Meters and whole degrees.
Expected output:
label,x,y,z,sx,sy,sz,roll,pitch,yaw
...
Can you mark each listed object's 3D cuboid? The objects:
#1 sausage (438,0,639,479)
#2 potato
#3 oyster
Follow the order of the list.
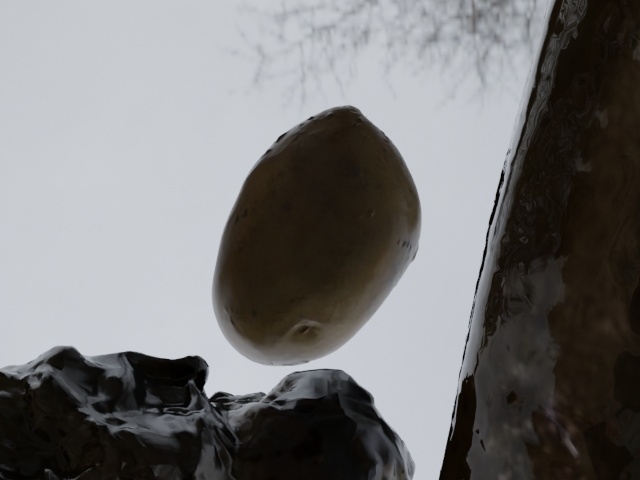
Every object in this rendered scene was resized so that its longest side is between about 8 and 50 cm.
label,x,y,z,sx,sy,sz,roll,pitch,yaw
sausage,0.085,0.052,0.396,0.123,0.136,0.500,20,-77,30
potato,-0.002,0.002,0.932,0.112,0.112,0.147,30,-97,20
oyster,-0.055,0.083,0.570,0.107,0.233,0.161,-53,-136,18
